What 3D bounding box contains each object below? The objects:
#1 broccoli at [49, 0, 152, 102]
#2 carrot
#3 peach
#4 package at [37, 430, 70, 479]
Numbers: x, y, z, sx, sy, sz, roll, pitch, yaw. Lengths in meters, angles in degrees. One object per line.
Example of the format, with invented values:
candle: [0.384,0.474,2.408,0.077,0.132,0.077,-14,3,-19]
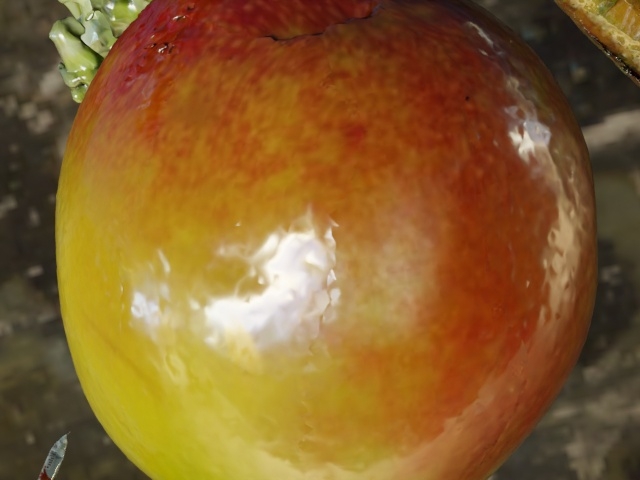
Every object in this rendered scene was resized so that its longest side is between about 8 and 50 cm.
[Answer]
broccoli: [-0.126,-0.243,1.601,0.272,0.324,0.334,-26,5,-14]
carrot: [0.249,-0.145,1.389,0.070,0.260,0.070,-46,14,14]
peach: [0.000,0.000,0.763,0.231,0.231,0.231,-13,16,4]
package: [-0.265,0.232,1.824,0.037,0.015,0.110,-54,13,49]
